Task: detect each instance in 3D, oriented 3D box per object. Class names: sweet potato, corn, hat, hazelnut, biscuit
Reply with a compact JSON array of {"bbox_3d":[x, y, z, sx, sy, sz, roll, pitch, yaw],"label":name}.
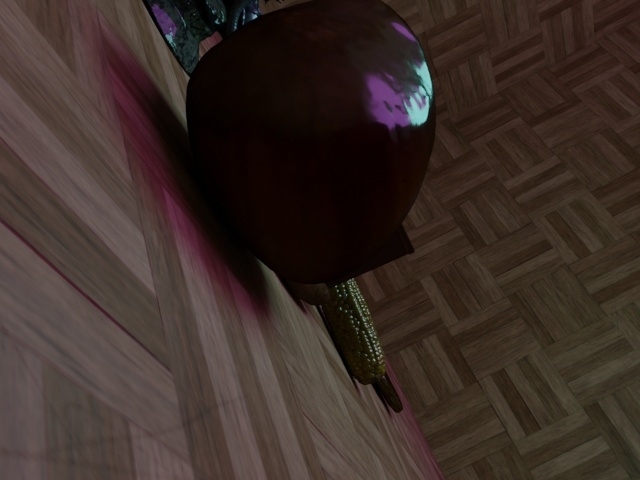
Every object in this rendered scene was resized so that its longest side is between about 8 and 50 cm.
[{"bbox_3d":[-0.034,0.066,1.191,0.068,0.060,0.206,20,-19,29],"label":"sweet potato"},{"bbox_3d":[0.059,0.160,1.487,0.313,0.102,0.102,63,3,18],"label":"corn"},{"bbox_3d":[-0.256,-0.453,1.357,0.265,0.128,0.265,61,7,-13],"label":"hat"},{"bbox_3d":[-0.004,-0.133,0.906,0.366,0.366,0.366,62,3,-5],"label":"hazelnut"},{"bbox_3d":[0.146,0.345,1.924,0.290,0.041,0.208,61,2,-3],"label":"biscuit"}]

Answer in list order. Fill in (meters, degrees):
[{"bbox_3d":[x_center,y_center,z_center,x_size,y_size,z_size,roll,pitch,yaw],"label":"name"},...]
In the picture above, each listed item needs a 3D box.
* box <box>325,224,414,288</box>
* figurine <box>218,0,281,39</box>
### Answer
[{"bbox_3d":[-0.011,-0.093,1.289,0.339,0.229,0.239,61,4,-38],"label":"box"},{"bbox_3d":[-0.134,-0.358,1.464,0.186,0.261,0.382,-5,82,-42],"label":"figurine"}]
